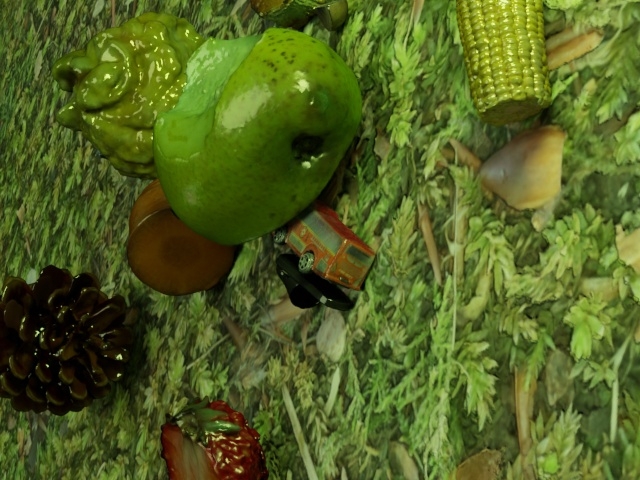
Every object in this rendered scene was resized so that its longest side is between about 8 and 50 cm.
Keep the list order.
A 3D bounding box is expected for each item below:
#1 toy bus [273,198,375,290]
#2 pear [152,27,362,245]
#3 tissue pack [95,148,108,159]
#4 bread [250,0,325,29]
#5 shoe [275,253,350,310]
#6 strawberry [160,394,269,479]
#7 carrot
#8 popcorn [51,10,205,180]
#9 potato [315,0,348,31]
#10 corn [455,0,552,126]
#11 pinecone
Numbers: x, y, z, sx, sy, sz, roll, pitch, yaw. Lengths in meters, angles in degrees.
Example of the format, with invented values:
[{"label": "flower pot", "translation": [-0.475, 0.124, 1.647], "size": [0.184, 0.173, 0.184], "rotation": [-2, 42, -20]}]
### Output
[{"label": "toy bus", "translation": [0.000, 0.000, 1.666], "size": [0.077, 0.065, 0.192], "rotation": [-59, 33, 9]}, {"label": "pear", "translation": [-0.080, -0.150, 1.690], "size": [0.281, 0.176, 0.287], "rotation": [0, 62, 59]}, {"label": "tissue pack", "translation": [-0.341, -0.188, 2.277], "size": [0.065, 0.115, 0.155], "rotation": [-65, 33, 20]}, {"label": "bread", "translation": [-0.045, -0.369, 1.878], "size": [0.140, 0.069, 0.128], "rotation": [-14, 68, 54]}, {"label": "shoe", "translation": [-0.016, 0.066, 1.670], "size": [0.159, 0.062, 0.053], "rotation": [38, 114, 54]}, {"label": "strawberry", "translation": [-0.124, 0.319, 1.731], "size": [0.190, 0.111, 0.237], "rotation": [29, 128, 49]}, {"label": "carrot", "translation": [-0.215, -0.030, 1.996], "size": [0.225, 0.159, 0.159], "rotation": [-106, 38, -62]}, {"label": "popcorn", "translation": [-0.288, -0.222, 2.094], "size": [0.241, 0.235, 0.250], "rotation": [-33, 62, 28]}, {"label": "potato", "translation": [0.021, -0.306, 1.780], "size": [0.093, 0.036, 0.037], "rotation": [-140, 28, -77]}, {"label": "corn", "translation": [0.190, -0.238, 1.391], "size": [0.093, 0.093, 0.244], "rotation": [-33, 51, 51]}, {"label": "pinecone", "translation": [-0.422, 0.163, 2.171], "size": [0.264, 0.264, 0.264], "rotation": [-31, 53, 52]}]
